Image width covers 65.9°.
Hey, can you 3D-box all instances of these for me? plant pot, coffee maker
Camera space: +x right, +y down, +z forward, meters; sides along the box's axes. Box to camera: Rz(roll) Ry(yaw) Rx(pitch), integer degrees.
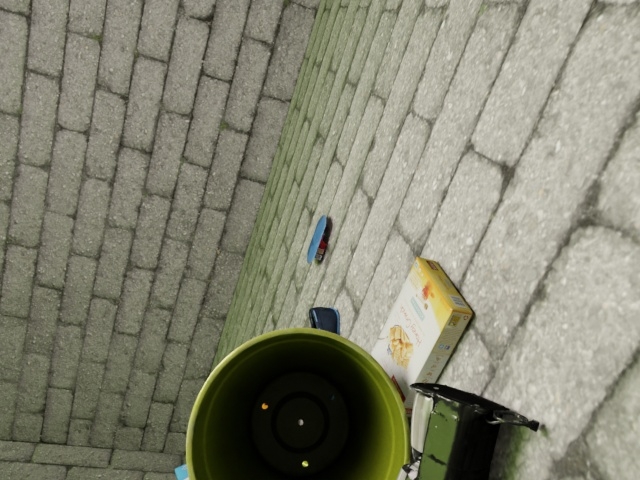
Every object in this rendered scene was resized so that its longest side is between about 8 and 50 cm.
[{"bbox_3d":[-0.042,0.374,0.971,0.353,0.366,0.366,99,179,-74],"label":"plant pot"},{"bbox_3d":[0.182,0.301,0.668,0.171,0.120,0.178,177,104,-72],"label":"coffee maker"}]

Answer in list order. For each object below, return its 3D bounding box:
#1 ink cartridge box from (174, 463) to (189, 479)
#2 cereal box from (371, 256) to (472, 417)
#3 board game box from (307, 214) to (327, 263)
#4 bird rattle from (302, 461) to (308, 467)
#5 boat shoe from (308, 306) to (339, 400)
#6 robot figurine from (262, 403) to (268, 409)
[{"bbox_3d":[-0.251,0.737,1.347,0.270,0.198,0.197,25,127,58],"label":"ink cartridge box"},{"bbox_3d":[0.174,0.174,0.904,0.173,0.047,0.240,-111,38,-60],"label":"cereal box"},{"bbox_3d":[0.000,0.000,1.625,0.133,0.033,0.168,-137,66,-76],"label":"board game box"},{"bbox_3d":[-0.087,0.646,1.280,0.253,0.143,0.207,123,138,-55],"label":"bird rattle"},{"bbox_3d":[-0.004,0.300,1.312,0.109,0.089,0.258,120,156,-44],"label":"boat shoe"},{"bbox_3d":[-0.168,0.568,1.494,0.211,0.085,0.291,-96,25,-46],"label":"robot figurine"}]
